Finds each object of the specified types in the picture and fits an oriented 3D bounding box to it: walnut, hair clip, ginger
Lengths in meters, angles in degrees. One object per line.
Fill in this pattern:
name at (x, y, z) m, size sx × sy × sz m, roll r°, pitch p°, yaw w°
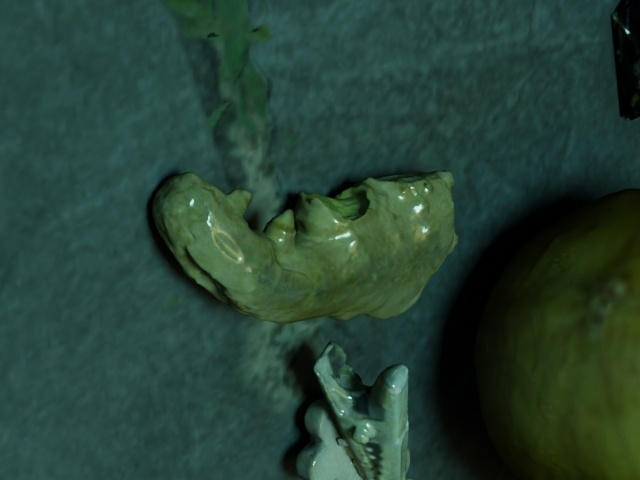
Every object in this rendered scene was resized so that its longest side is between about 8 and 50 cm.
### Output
walnut at (0.192, 0.076, 1.024) m, size 0.203 × 0.203 × 0.298 m, roll -62°, pitch 157°, yaw -2°
hair clip at (0.027, 0.123, 0.979) m, size 0.062 × 0.056 × 0.214 m, roll -59°, pitch 152°, yaw -32°
ginger at (-0.001, 0.003, 0.880) m, size 0.173 × 0.051 × 0.069 m, roll -5°, pitch 110°, yaw -48°

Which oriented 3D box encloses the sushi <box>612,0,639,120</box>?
sushi at (0.263, -0.125, 1.019) m, size 0.172 × 0.150 × 0.153 m, roll -37°, pitch 134°, yaw -29°
